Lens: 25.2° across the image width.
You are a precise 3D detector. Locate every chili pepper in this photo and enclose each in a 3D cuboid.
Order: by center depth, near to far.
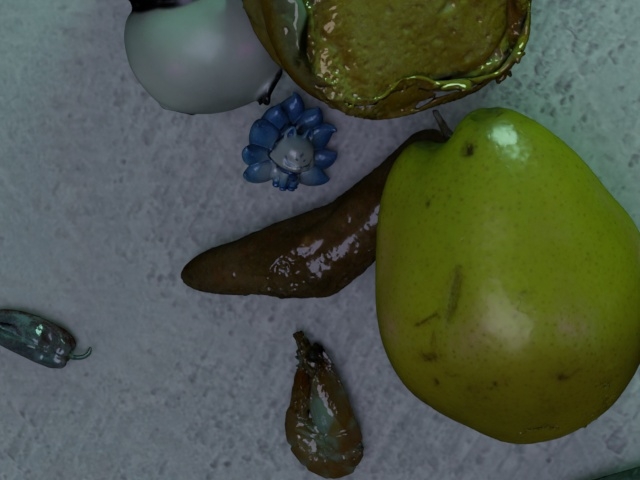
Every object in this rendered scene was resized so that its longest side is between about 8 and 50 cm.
[{"bbox_3d":[-0.346,0.114,1.700,0.153,0.041,0.050,24,66,5],"label":"chili pepper"}]

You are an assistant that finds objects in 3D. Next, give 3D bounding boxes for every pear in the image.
[{"bbox_3d":[0.195,0.035,1.447,0.285,0.285,0.336,6,97,10],"label":"pear"}]

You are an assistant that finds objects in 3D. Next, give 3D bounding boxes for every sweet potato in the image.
[{"bbox_3d":[0.003,0.002,1.572,0.341,0.092,0.114,-29,79,16],"label":"sweet potato"}]

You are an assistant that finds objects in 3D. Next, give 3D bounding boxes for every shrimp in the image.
[{"bbox_3d":[-0.003,0.192,1.646,0.091,0.043,0.184,-5,104,17],"label":"shrimp"}]

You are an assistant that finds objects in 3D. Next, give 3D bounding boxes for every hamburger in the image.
[{"bbox_3d":[0.063,-0.266,1.403,0.319,0.158,0.318,-3,99,-21],"label":"hamburger"}]

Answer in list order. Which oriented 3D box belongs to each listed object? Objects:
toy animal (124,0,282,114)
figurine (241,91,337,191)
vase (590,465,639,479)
[{"bbox_3d":[-0.126,-0.247,1.491,0.187,0.165,0.235,-13,104,19],"label":"toy animal"},{"bbox_3d":[-0.032,-0.109,1.551,0.114,0.079,0.114,-5,116,-11],"label":"figurine"},{"bbox_3d":[0.379,0.273,1.577,0.211,0.060,0.060,-19,100,14],"label":"vase"}]
